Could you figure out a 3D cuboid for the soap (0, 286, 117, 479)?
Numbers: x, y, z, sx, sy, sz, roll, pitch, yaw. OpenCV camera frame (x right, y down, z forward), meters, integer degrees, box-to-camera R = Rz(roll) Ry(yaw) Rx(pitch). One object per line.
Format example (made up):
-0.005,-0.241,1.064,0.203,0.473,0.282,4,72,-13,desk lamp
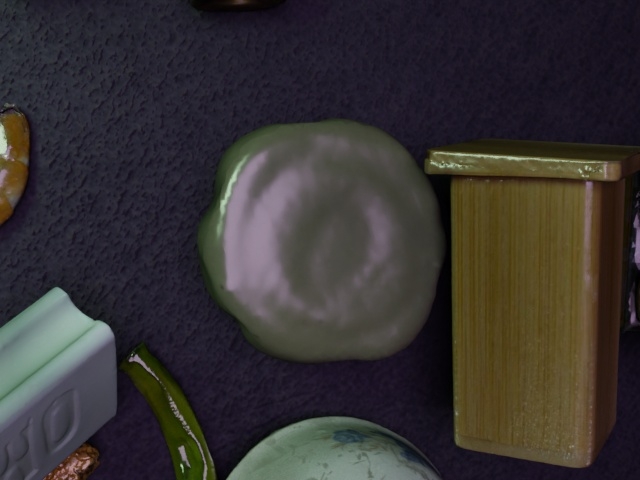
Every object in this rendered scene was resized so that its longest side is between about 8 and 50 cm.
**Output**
-0.310,0.183,0.808,0.088,0.159,0.265,34,50,19,soap

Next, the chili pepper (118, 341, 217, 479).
-0.155,0.203,0.949,0.052,0.050,0.201,-24,91,7,chili pepper

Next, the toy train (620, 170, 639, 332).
0.399,0.009,0.981,0.134,0.177,0.260,4,90,-10,toy train

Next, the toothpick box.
0.225,0.055,0.918,0.190,0.187,0.308,4,102,27,toothpick box

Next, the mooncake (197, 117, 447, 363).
0.000,0.000,0.938,0.275,0.135,0.274,0,90,-13,mooncake

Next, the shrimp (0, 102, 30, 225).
-0.385,-0.083,0.916,0.161,0.049,0.166,25,84,-11,shrimp

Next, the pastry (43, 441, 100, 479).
-0.296,0.261,0.920,0.080,0.056,0.140,32,86,4,pastry

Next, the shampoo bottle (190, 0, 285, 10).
-0.101,-0.429,0.951,0.126,0.084,0.350,-6,90,-12,shampoo bottle

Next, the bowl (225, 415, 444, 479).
0.049,0.321,0.882,0.314,0.146,0.313,8,68,-21,bowl
